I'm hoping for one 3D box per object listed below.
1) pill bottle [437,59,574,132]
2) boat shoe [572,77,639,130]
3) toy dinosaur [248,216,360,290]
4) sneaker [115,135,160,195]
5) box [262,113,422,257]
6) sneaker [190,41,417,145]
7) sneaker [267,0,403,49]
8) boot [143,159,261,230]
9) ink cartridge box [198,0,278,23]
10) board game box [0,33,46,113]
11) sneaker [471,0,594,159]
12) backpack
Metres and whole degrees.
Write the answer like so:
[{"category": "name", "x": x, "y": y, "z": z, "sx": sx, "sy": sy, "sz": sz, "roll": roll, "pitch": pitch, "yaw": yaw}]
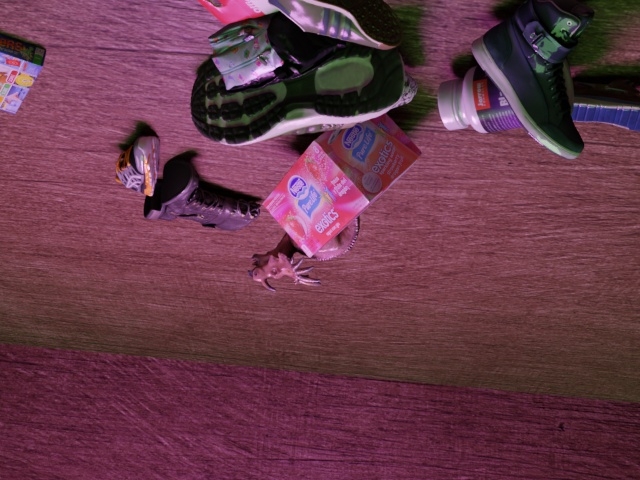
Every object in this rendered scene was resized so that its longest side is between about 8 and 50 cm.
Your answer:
[{"category": "pill bottle", "x": 0.287, "y": -0.226, "z": 1.533, "sx": 0.194, "sy": 0.108, "sz": 0.108, "roll": -7, "pitch": 154, "yaw": 28}, {"category": "boat shoe", "x": 0.472, "y": -0.222, "z": 1.551, "sx": 0.183, "sy": 0.066, "sz": 0.066, "roll": 10, "pitch": 156, "yaw": 6}, {"category": "toy dinosaur", "x": 0.000, "y": 0.000, "z": 2.033, "sx": 0.296, "sy": 0.200, "sz": 0.127, "roll": -17, "pitch": 149, "yaw": 42}, {"category": "sneaker", "x": -0.362, "y": -0.146, "z": 1.930, "sx": 0.083, "sy": 0.084, "sz": 0.215, "roll": 14, "pitch": 158, "yaw": -6}, {"category": "box", "x": 0.033, "y": -0.108, "z": 1.771, "sx": 0.142, "sy": 0.154, "sz": 0.300, "roll": 49, "pitch": 152, "yaw": 1}, {"category": "sneaker", "x": -0.024, "y": -0.225, "z": 1.601, "sx": 0.410, "sy": 0.158, "sz": 0.182, "roll": -1, "pitch": 174, "yaw": 29}, {"category": "sneaker", "x": 0.015, "y": -0.300, "z": 1.292, "sx": 0.192, "sy": 0.064, "sz": 0.086, "roll": 20, "pitch": 161, "yaw": -38}, {"category": "boot", "x": -0.231, "y": -0.086, "z": 2.061, "sx": 0.229, "sy": 0.091, "sz": 0.263, "roll": 11, "pitch": 162, "yaw": -25}, {"category": "ink cartridge box", "x": -0.067, "y": -0.375, "z": 1.302, "sx": 0.231, "sy": 0.078, "sz": 0.134, "roll": -8, "pitch": 154, "yaw": 29}, {"category": "board game box", "x": -0.565, "y": -0.291, "z": 1.688, "sx": 0.136, "sy": 0.035, "sz": 0.201, "roll": 17, "pitch": 155, "yaw": -26}, {"category": "sneaker", "x": 0.340, "y": -0.238, "z": 1.387, "sx": 0.163, "sy": 0.086, "sz": 0.226, "roll": -37, "pitch": 90, "yaw": 35}, {"category": "backpack", "x": -0.075, "y": -0.287, "z": 1.446, "sx": 0.182, "sy": 0.115, "sz": 0.152, "roll": -12, "pitch": -167, "yaw": 42}]
